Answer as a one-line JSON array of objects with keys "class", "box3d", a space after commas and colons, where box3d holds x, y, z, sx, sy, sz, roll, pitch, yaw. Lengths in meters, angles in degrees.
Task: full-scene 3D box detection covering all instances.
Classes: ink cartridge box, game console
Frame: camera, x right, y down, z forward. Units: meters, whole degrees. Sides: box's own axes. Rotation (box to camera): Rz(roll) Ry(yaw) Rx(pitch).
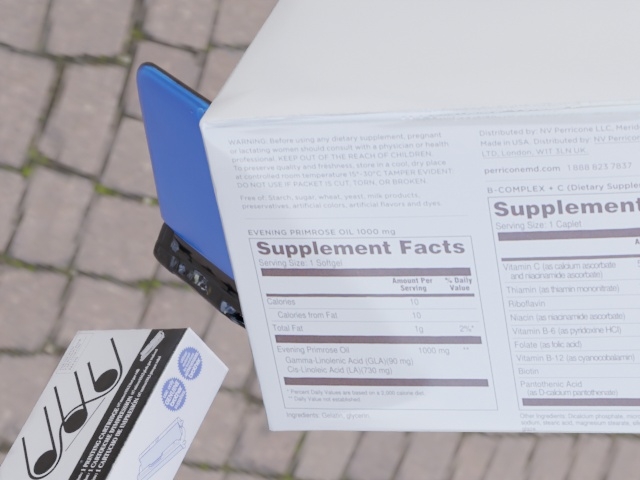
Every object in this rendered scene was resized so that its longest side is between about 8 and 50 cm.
[{"class": "ink cartridge box", "box3d": [-0.139, 0.143, 1.047, 0.046, 0.097, 0.207, 49, 53, -34]}, {"class": "game console", "box3d": [0.000, 0.000, 1.464, 0.250, 0.293, 0.173, 8, 109, -39]}]

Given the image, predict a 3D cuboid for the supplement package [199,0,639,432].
[{"class": "supplement package", "box3d": [0.091, -0.051, 0.797, 0.262, 0.204, 0.145, -64, 148, -56]}]
